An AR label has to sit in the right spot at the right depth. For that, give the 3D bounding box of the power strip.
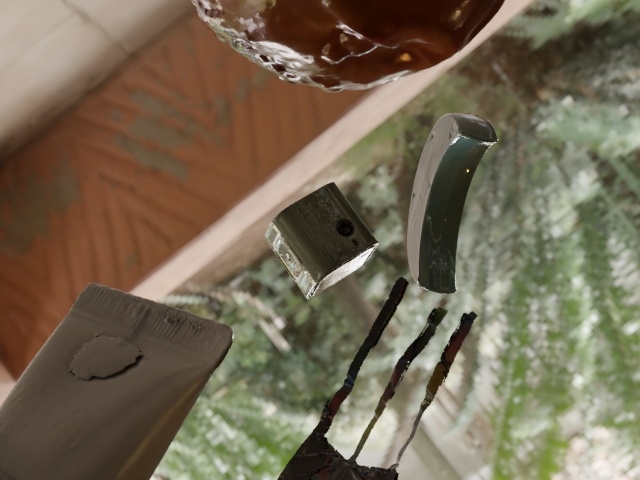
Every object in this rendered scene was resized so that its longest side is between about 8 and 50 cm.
[{"bbox_3d":[0.129,-0.037,1.492,0.137,0.044,0.216,-106,-153,-63],"label":"power strip"}]

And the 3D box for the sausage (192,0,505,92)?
[{"bbox_3d":[0.031,-0.191,0.708,0.153,0.141,0.268,-18,-143,42],"label":"sausage"}]

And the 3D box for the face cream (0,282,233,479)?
[{"bbox_3d":[-0.165,0.161,0.710,0.143,0.089,0.314,13,-112,50],"label":"face cream"}]

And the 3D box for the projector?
[{"bbox_3d":[0.000,0.000,1.487,0.083,0.082,0.083,-31,169,-21],"label":"projector"}]

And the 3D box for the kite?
[{"bbox_3d":[0.025,0.161,1.081,0.152,0.015,0.285,17,-105,47],"label":"kite"}]
